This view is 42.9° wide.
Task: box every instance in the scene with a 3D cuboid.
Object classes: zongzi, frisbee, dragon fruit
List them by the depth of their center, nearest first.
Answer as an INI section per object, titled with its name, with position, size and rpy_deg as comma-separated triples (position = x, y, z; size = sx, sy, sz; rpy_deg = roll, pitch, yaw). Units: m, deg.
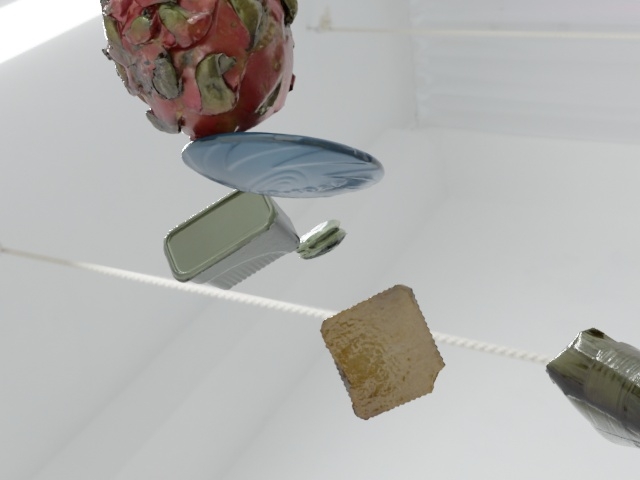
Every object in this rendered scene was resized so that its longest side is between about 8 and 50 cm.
[dragon fruit]
position = -0.160, -0.292, 1.086
size = 0.269, 0.250, 0.291
rpy_deg = -43, -52, -28
[frisbee]
position = -0.054, -0.090, 1.151
size = 0.289, 0.289, 0.049
rpy_deg = 21, -109, -60
[zongzi]
position = 0.535, 0.300, 1.302
size = 0.138, 0.286, 0.300
rpy_deg = -41, -58, -10

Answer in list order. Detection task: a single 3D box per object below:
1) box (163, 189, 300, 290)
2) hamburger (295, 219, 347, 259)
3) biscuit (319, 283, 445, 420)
[box]
position = -0.190, 0.007, 1.806
size = 0.178, 0.274, 0.138
rpy_deg = 42, -160, -59
[hamburger]
position = 0.000, 0.000, 1.997
size = 0.062, 0.133, 0.140
rpy_deg = 58, -156, -9
[biscuit]
position = 0.129, 0.232, 1.688
size = 0.013, 0.237, 0.232
rpy_deg = -4, -111, -61
